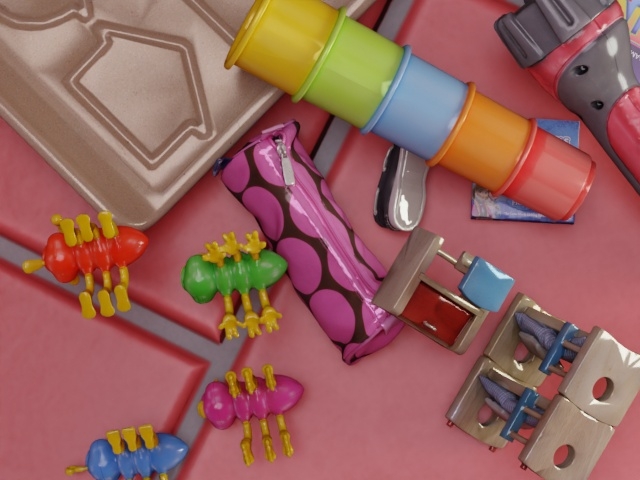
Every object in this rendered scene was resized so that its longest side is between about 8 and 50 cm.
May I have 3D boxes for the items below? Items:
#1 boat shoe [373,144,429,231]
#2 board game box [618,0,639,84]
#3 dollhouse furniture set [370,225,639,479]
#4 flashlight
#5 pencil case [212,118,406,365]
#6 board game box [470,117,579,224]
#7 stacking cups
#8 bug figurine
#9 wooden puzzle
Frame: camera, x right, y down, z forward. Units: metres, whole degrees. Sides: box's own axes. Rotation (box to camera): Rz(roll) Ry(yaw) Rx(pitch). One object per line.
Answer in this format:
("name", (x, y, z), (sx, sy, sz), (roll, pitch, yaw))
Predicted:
("boat shoe", (0.076, -0.069, 1.645), (0.046, 0.038, 0.125), (15, 85, -38))
("board game box", (0.276, -0.197, 1.639), (0.170, 0.048, 0.141), (29, 86, 6))
("dollhouse furniture set", (0.141, 0.098, 1.538), (0.184, 0.129, 0.129), (32, 87, -29))
("flashlight", (0.271, -0.088, 1.565), (0.103, 0.103, 0.304), (-37, 93, 30))
("pencil case", (0.000, 0.000, 1.610), (0.095, 0.098, 0.209), (-33, 84, -30))
("board game box", (0.177, -0.061, 1.646), (0.090, 0.020, 0.090), (3, 84, 3))
("stacking cups", (0.076, -0.107, 1.583), (0.316, 0.096, 0.096), (29, 87, -10))
("bug figurine", (-0.126, 0.092, 1.598), (0.216, 0.072, 0.279), (-7, 109, 4))
("wooden puzzle", (-0.153, -0.226, 1.661), (0.322, 0.080, 0.348), (44, 84, 7))
